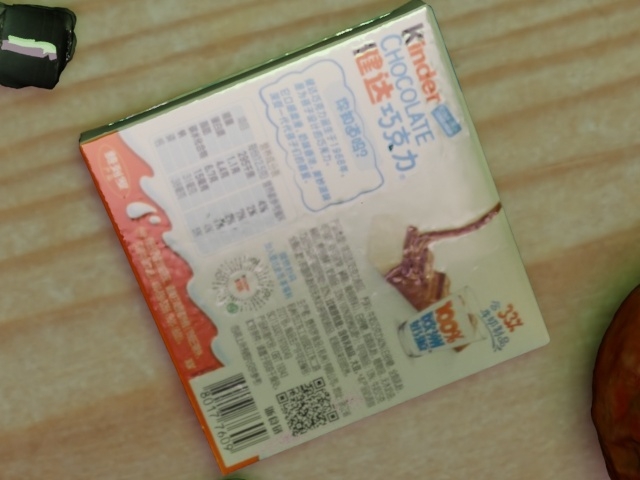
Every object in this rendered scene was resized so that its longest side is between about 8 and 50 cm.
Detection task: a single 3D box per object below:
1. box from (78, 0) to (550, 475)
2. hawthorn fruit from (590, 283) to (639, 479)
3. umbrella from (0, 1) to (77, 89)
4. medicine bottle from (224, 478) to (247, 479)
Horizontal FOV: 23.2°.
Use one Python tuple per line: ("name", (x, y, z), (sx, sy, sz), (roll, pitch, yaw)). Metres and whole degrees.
("box", (0.000, 0.000, 1.123), (0.265, 0.048, 0.273), (-21, 105, -1))
("hawthorn fruit", (0.323, 0.131, 1.083), (0.242, 0.271, 0.241), (-5, 113, -13))
("umbrella", (-0.334, -0.138, 1.007), (0.337, 0.128, 0.154), (22, 97, -15))
("medicine bottle", (-0.054, 0.251, 1.167), (0.080, 0.080, 0.130), (-30, 107, 2))
